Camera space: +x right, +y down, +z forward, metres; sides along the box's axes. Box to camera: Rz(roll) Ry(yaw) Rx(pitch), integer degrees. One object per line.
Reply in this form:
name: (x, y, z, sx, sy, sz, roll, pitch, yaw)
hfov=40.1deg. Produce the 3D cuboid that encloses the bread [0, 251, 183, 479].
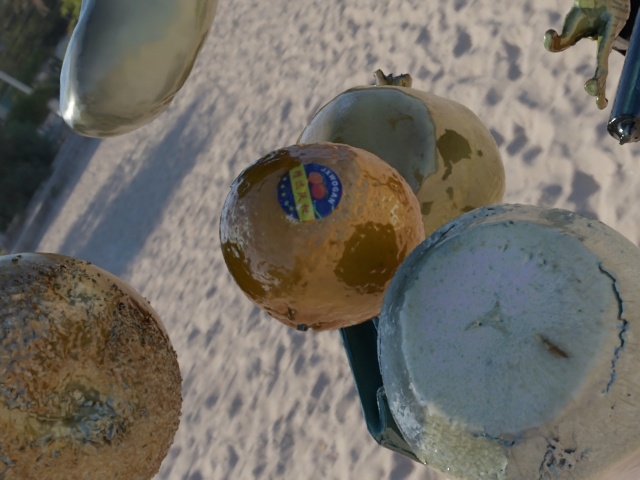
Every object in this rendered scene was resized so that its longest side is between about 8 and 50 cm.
bread: (-0.269, 0.156, 0.877, 0.159, 0.305, 0.305, -3, 57, 48)

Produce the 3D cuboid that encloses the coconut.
coconut: (0.158, 0.085, 0.638, 0.224, 0.234, 0.224, -12, 67, 29)

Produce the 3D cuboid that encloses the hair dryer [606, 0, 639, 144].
hair dryer: (0.352, -0.213, 0.976, 0.244, 0.116, 0.302, 101, -167, -68)

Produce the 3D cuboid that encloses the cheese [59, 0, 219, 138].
cheese: (-0.182, -0.241, 0.893, 0.351, 0.130, 0.328, 161, 126, -70)

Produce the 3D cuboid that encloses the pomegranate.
pomegranate: (0.096, -0.081, 1.190, 0.319, 0.319, 0.319, -51, 20, 27)

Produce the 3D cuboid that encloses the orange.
orange: (0.001, -0.003, 0.759, 0.177, 0.178, 0.155, -41, 54, 46)

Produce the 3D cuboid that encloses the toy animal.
toy animal: (0.226, -0.224, 0.738, 0.057, 0.241, 0.099, 10, 46, 44)

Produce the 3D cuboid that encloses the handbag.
handbag: (0.150, 0.203, 1.334, 0.100, 0.269, 0.274, -35, 44, 22)
